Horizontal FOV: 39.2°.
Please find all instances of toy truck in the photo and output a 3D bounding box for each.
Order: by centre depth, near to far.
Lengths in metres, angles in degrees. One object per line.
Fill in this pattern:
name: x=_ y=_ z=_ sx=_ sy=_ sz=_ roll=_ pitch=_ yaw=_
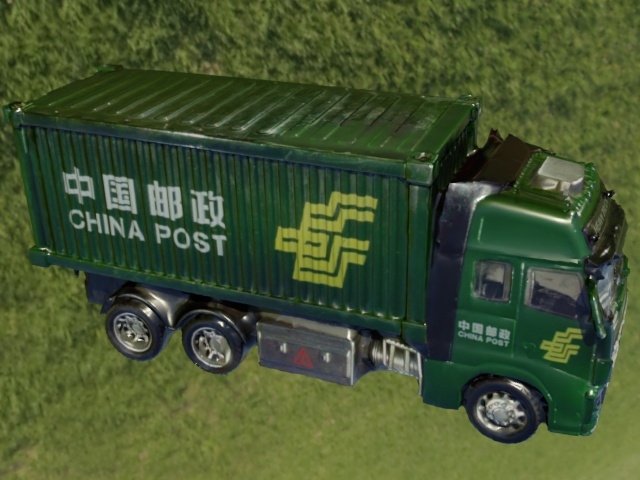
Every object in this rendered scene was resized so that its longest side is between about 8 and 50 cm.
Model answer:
toy truck: x=0.000 y=0.000 z=0.393 sx=0.088 sy=0.259 sz=0.121 roll=-48 pitch=143 yaw=-56
